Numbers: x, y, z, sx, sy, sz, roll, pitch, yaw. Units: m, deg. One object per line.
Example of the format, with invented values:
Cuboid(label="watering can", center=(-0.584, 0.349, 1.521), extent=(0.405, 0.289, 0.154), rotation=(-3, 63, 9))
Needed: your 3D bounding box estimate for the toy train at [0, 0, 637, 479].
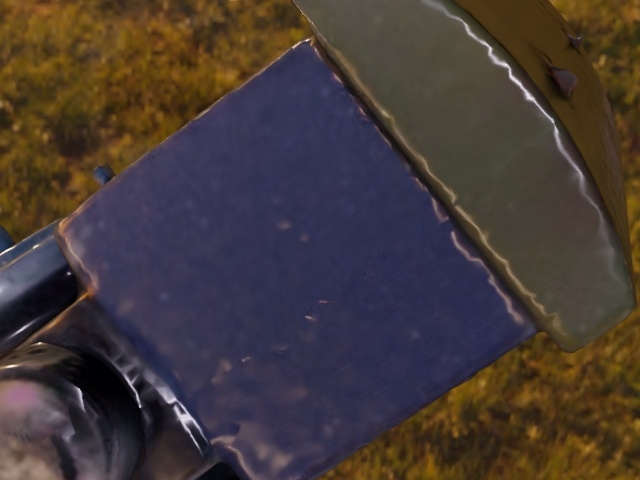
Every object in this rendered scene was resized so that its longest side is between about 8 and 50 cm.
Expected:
Cuboid(label="toy train", center=(0.000, 0.000, 0.486), extent=(0.131, 0.202, 0.299), rotation=(54, 15, -4))
